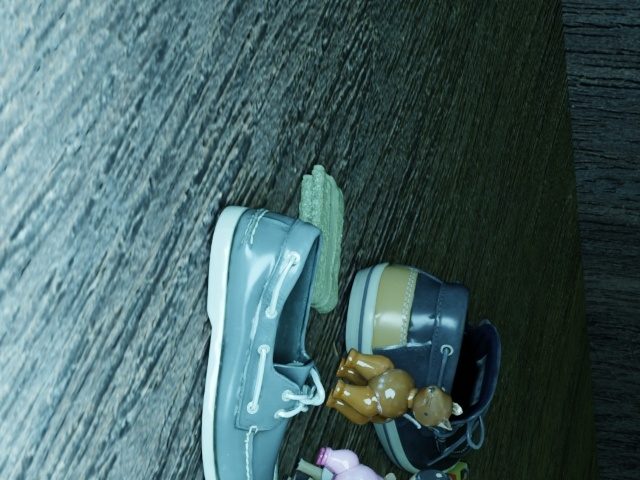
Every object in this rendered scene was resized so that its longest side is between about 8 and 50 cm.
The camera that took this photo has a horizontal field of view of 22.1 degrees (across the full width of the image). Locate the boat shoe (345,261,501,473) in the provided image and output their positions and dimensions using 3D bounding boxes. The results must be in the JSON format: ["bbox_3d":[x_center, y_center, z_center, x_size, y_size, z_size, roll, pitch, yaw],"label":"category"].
[{"bbox_3d":[0.156,0.181,2.113,0.500,0.156,0.186,65,31,-59],"label":"boat shoe"}]

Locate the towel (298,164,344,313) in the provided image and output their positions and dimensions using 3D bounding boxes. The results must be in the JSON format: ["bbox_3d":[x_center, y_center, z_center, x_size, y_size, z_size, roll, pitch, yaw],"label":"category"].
[{"bbox_3d":[0.000,0.000,1.781,0.110,0.027,0.148,37,58,-69],"label":"towel"}]

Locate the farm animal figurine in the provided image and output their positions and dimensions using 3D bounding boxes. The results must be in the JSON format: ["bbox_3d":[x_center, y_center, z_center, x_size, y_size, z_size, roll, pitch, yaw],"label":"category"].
[{"bbox_3d":[0.045,0.284,1.489,0.330,0.172,0.326,-70,-176,-45],"label":"farm animal figurine"}]

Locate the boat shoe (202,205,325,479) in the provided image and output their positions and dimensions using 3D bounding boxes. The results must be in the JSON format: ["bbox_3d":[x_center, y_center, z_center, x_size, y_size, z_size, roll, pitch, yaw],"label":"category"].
[{"bbox_3d":[-0.048,0.128,1.526,0.116,0.099,0.319,-38,130,-72],"label":"boat shoe"}]

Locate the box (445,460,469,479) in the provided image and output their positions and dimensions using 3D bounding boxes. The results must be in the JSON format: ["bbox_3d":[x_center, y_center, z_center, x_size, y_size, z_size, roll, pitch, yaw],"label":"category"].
[{"bbox_3d":[0.159,0.373,2.315,0.232,0.058,0.087,-13,107,-72],"label":"box"}]
